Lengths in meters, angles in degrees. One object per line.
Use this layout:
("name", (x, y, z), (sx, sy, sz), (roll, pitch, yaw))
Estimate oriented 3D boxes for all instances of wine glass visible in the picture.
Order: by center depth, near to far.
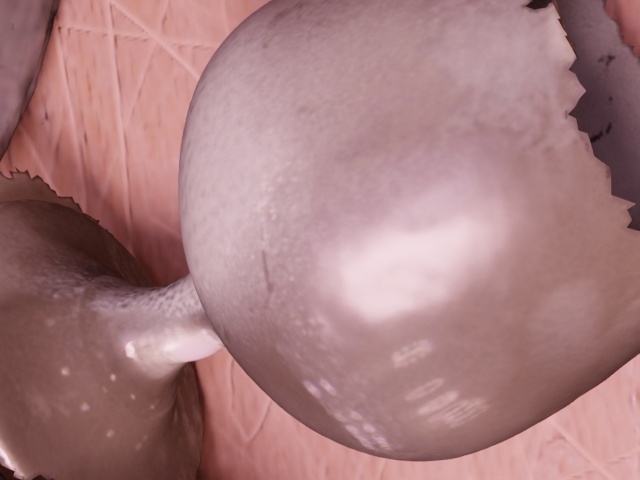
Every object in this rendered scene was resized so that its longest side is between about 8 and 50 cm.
("wine glass", (0.000, 0.000, 0.616), (0.323, 0.238, 0.238), (-27, 85, 22))

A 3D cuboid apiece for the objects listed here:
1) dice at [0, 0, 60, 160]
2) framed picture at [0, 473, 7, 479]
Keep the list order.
("dice", (-0.335, -0.161, 0.639), (0.328, 0.348, 0.330), (16, 94, 13))
("framed picture", (-0.113, 0.199, 0.687), (0.324, 0.244, 0.013), (38, 64, 13))
